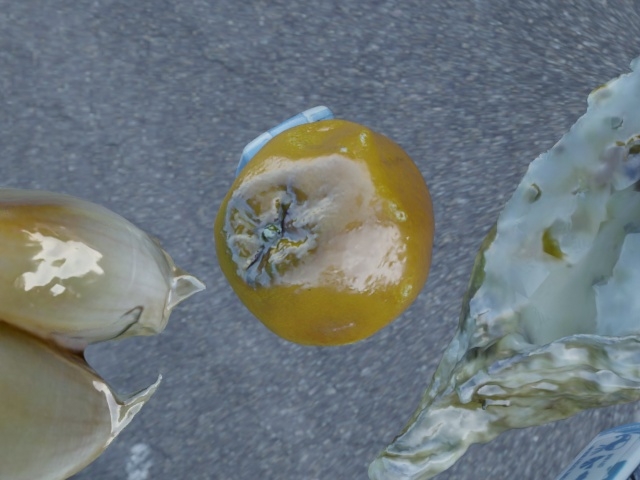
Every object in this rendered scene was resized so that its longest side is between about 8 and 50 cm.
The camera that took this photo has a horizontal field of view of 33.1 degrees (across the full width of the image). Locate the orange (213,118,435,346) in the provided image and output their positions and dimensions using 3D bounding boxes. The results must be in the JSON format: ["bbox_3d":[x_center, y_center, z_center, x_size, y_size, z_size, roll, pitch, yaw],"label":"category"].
[{"bbox_3d":[0.000,0.000,1.135,0.249,0.183,0.248,8,103,37],"label":"orange"}]

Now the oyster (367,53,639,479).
[{"bbox_3d":[0.199,0.000,0.487,0.396,0.111,0.204,-14,52,28],"label":"oyster"}]

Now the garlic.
[{"bbox_3d":[-0.265,0.063,0.854,0.249,0.313,0.286,-32,64,18],"label":"garlic"}]

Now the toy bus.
[{"bbox_3d":[0.295,0.301,1.117,0.106,0.297,0.131,-24,92,40],"label":"toy bus"}]

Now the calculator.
[{"bbox_3d":[-0.046,-0.110,1.328,0.121,0.210,0.039,-28,88,-10],"label":"calculator"}]
